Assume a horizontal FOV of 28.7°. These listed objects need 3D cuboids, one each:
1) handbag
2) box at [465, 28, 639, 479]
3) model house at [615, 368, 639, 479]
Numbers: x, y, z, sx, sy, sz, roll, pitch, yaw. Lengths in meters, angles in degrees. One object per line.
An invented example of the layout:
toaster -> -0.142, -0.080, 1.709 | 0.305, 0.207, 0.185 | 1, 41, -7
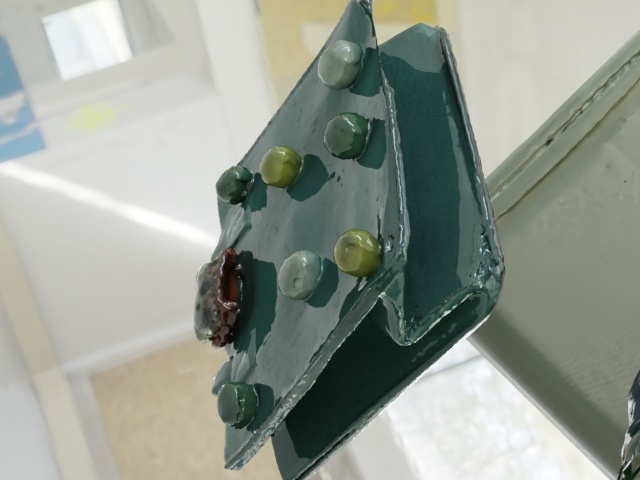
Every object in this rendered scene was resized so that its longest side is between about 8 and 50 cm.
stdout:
handbag -> -0.003, -0.002, 0.878 | 0.274, 0.100, 0.269 | -45, -140, 42
box -> 0.318, 0.035, 1.144 | 0.344, 0.352, 0.177 | 46, -1, 13
model house -> 0.169, 0.300, 0.450 | 0.400, 0.395, 0.445 | -58, -178, 26
